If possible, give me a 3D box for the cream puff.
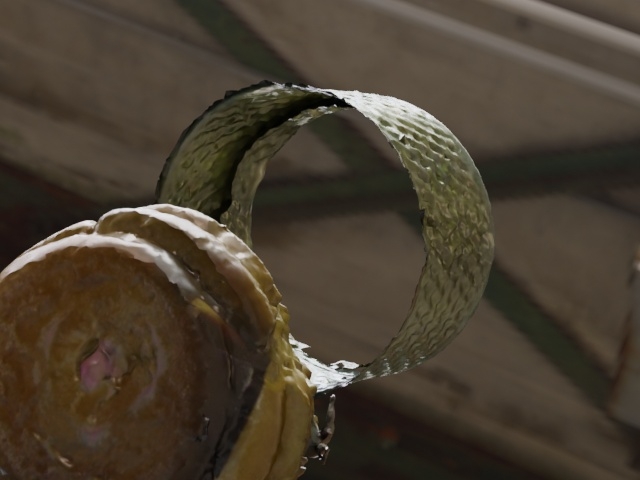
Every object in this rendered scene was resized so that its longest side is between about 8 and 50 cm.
[{"bbox_3d":[-0.082,0.074,0.966,0.129,0.189,0.189,16,-84,-67],"label":"cream puff"}]

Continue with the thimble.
[{"bbox_3d":[0.000,0.000,1.648,0.150,0.271,0.271,-3,-66,-59],"label":"thimble"}]
